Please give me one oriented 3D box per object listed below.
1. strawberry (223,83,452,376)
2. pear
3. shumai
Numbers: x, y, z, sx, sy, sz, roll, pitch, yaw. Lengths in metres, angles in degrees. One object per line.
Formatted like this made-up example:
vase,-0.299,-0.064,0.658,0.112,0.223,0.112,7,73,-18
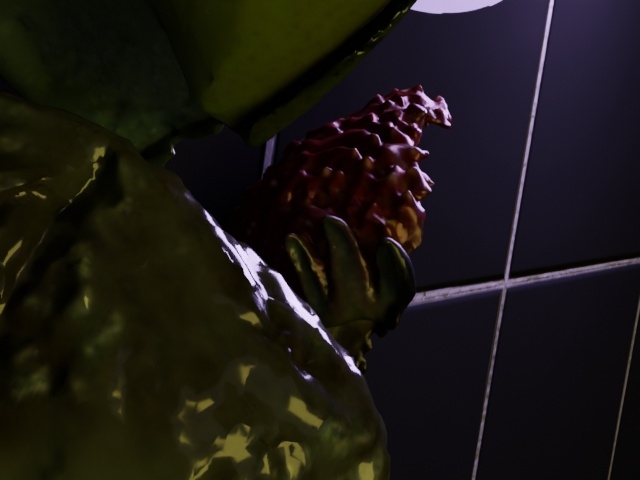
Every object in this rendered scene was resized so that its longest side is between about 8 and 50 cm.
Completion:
strawberry,0.000,0.000,1.007,0.306,0.137,0.233,-76,-177,-61
pear,-0.098,-0.176,0.624,0.159,0.292,0.292,-58,145,-32
shumai,-0.156,0.128,0.556,0.292,0.330,0.288,106,7,-50
